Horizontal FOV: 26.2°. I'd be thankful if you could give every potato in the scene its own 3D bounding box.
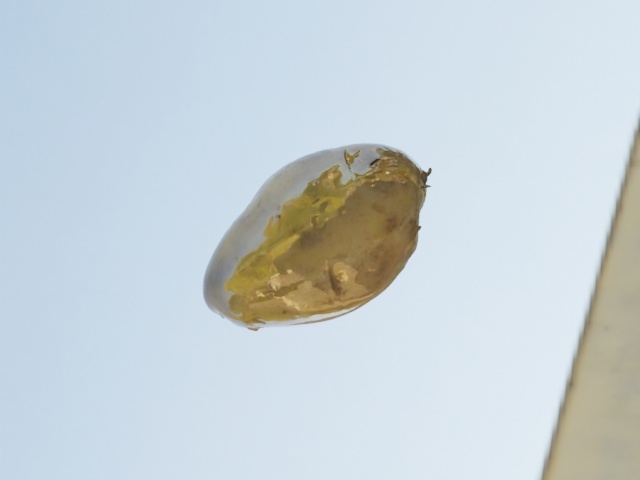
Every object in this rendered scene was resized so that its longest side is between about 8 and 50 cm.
[{"bbox_3d":[0.003,0.003,1.320,0.235,0.161,0.128,-50,-25,-11],"label":"potato"}]
